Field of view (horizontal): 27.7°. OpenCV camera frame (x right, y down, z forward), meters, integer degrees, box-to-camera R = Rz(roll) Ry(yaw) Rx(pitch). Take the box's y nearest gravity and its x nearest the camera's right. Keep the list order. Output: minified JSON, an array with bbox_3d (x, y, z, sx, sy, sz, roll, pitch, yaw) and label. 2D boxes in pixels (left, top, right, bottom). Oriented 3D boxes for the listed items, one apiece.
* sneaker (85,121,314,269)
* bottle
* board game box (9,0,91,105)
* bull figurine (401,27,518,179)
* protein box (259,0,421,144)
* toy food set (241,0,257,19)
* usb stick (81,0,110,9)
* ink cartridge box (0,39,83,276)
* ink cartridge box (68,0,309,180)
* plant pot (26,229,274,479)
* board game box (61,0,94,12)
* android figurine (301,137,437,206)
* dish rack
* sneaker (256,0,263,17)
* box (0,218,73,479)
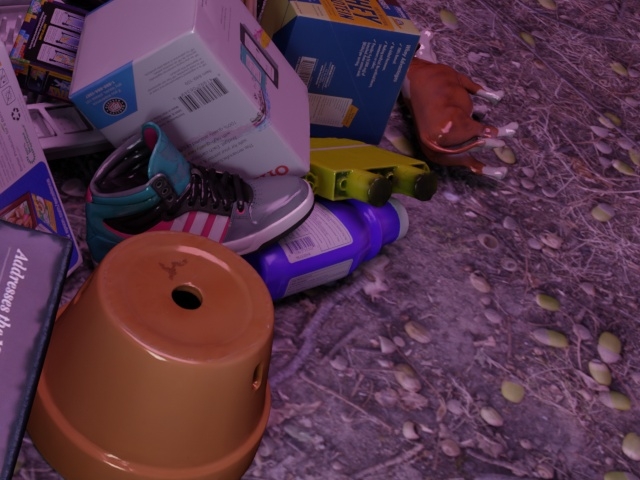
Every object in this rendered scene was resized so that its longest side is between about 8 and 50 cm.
[{"bbox_3d":[-0.162,-0.070,1.619,0.295,0.178,0.124,-17,40,-6],"label":"sneaker"},{"bbox_3d":[0.000,0.000,1.775,0.282,0.092,0.118,-18,50,-40],"label":"bottle"},{"bbox_3d":[-0.351,-0.260,1.800,0.141,0.048,0.170,18,39,-11],"label":"board game box"},{"bbox_3d":[0.210,-0.222,2.114,0.188,0.101,0.310,14,41,-17],"label":"bull figurine"},{"bbox_3d":[0.012,-0.272,1.976,0.201,0.200,0.136,5,34,-24],"label":"protein box"},{"bbox_3d":[-0.184,-0.374,1.909,0.219,0.092,0.306,16,41,-16],"label":"toy food set"},{"bbox_3d":[-0.386,-0.417,2.016,0.278,0.045,0.077,33,41,8],"label":"usb stick"},{"bbox_3d":[-0.413,-0.026,1.454,0.072,0.304,0.307,2,31,28],"label":"ink cartridge box"},{"bbox_3d":[-0.165,-0.196,1.729,0.270,0.198,0.197,50,25,-36],"label":"ink cartridge box"},{"bbox_3d":[-0.176,0.128,1.464,0.290,0.203,0.291,14,42,-13],"label":"plant pot"},{"bbox_3d":[-0.368,-0.407,2.073,0.186,0.026,0.126,-3,48,-30],"label":"board game box"},{"bbox_3d":[0.030,-0.099,1.841,0.248,0.056,0.273,-9,19,-39],"label":"android figurine"},{"bbox_3d":[-0.431,-0.219,1.805,0.285,0.072,0.333,-14,54,-36],"label":"dish rack"},{"bbox_3d":[-0.176,-0.353,2.078,0.122,0.110,0.283,7,41,12],"label":"sneaker"},{"bbox_3d":[-0.504,0.192,1.087,0.471,0.297,0.480,16,55,-10],"label":"box"}]
